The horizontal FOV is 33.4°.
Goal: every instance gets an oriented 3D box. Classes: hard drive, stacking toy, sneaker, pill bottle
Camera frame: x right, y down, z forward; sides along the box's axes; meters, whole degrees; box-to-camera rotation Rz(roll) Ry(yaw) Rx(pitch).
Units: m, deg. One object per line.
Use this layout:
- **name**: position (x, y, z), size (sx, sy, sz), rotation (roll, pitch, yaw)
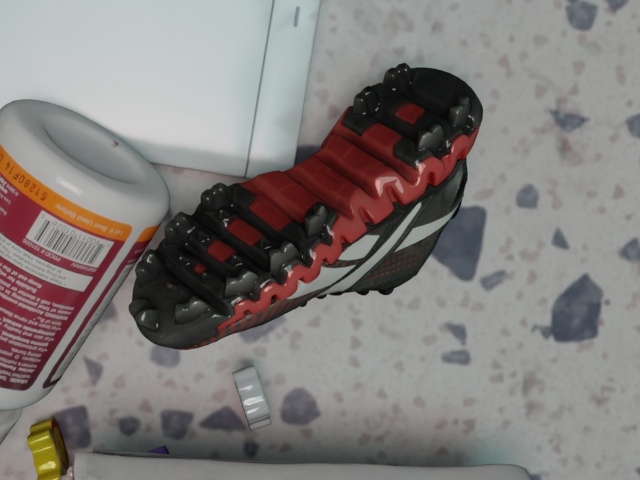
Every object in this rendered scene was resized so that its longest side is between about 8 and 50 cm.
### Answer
- **hard drive**: position (-0.175, -0.180, 0.726), size (0.353, 0.047, 0.233), rotation (9, 94, -9)
- **stacking toy**: position (-0.096, 0.208, 0.736), size (0.167, 0.052, 0.221), rotation (-17, 72, -7)
- **sneaker**: position (0.000, 0.000, 0.720), size (0.276, 0.097, 0.135), rotation (-36, 142, -20)
- **pill bottle**: position (-0.201, 0.030, 0.688), size (0.121, 0.121, 0.221), rotation (33, 105, -10)

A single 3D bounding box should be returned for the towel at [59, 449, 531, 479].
- **towel**: position (0.012, 0.251, 0.592), size (0.331, 0.317, 0.053), rotation (6, 128, -15)
